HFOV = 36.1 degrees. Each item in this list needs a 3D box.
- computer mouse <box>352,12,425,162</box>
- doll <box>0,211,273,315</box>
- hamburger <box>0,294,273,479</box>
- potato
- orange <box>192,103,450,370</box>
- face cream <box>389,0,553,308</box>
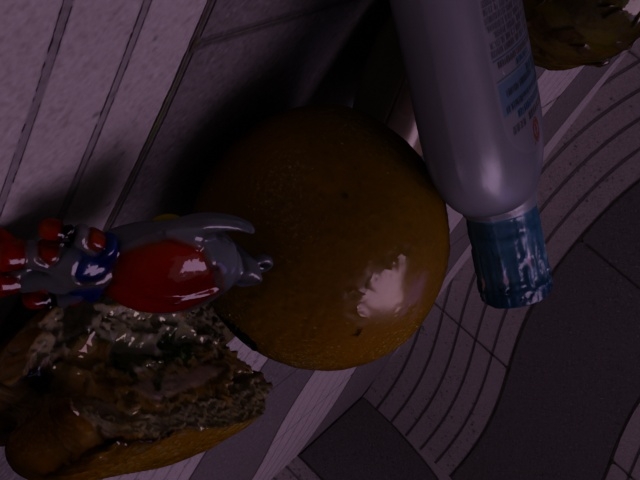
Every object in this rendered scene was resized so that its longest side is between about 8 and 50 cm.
[{"bbox_3d":[0.090,-0.161,0.920,0.145,0.082,0.237,-35,148,-65],"label":"computer mouse"},{"bbox_3d":[-0.121,0.017,0.663,0.194,0.062,0.104,1,122,-27],"label":"doll"},{"bbox_3d":[-0.170,0.114,0.766,0.156,0.144,0.283,-28,166,22],"label":"hamburger"},{"bbox_3d":[0.229,-0.250,0.982,0.141,0.176,0.298,-42,-169,-15],"label":"potato"},{"bbox_3d":[0.000,0.000,0.817,0.236,0.236,0.236,-45,167,-13],"label":"orange"},{"bbox_3d":[0.121,-0.108,0.753,0.163,0.080,0.337,-48,129,-54],"label":"face cream"}]
